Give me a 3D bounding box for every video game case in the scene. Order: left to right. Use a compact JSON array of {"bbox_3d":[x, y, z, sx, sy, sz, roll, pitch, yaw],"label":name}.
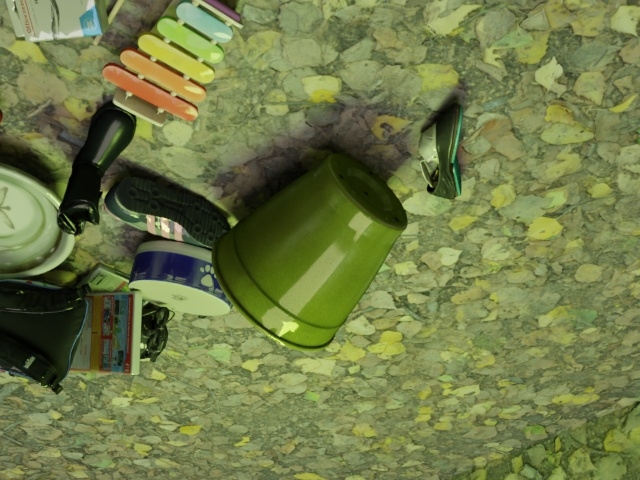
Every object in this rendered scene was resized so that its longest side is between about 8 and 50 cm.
[{"bbox_3d":[-0.559,0.234,1.985,0.285,0.204,0.025,-4,171,38],"label":"video game case"},{"bbox_3d":[-0.575,0.152,2.125,0.183,0.023,0.201,29,129,-32],"label":"video game case"}]

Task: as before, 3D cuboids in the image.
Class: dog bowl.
[{"bbox_3d":[-0.340,0.098,1.944,0.264,0.104,0.265,10,159,4],"label":"dog bowl"}]

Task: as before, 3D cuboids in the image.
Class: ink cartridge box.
[{"bbox_3d":[-0.487,-0.420,1.410,0.180,0.060,0.104,-6,118,2],"label":"ink cartridge box"}]

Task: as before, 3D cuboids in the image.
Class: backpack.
[{"bbox_3d":[-0.730,0.213,1.923,0.263,0.277,0.213,20,164,-19],"label":"backpack"}]

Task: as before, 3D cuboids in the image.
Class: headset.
[{"bbox_3d":[-0.522,0.268,2.100,0.243,0.185,0.394,25,143,-33],"label":"headset"}]

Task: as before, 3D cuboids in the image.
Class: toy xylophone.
[{"bbox_3d":[-0.302,-0.370,1.490,0.236,0.081,0.323,19,134,-24],"label":"toy xylophone"}]

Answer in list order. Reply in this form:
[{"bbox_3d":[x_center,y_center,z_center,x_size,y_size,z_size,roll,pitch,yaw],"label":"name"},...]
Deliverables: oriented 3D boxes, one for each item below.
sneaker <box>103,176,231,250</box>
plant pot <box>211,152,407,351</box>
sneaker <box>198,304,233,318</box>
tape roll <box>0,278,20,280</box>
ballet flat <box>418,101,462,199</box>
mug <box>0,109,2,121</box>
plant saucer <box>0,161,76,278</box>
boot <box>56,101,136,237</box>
[{"bbox_3d":[-0.364,-0.057,1.856,0.319,0.112,0.131,28,152,-32],"label":"sneaker"},{"bbox_3d":[0.000,0.000,1.779,0.366,0.366,0.353,27,119,-31],"label":"plant pot"},{"bbox_3d":[-0.272,0.170,2.144,0.089,0.051,0.170,18,132,-17],"label":"sneaker"},{"bbox_3d":[-0.953,0.125,2.024,0.321,0.077,0.321,-2,140,-1],"label":"tape roll"},{"bbox_3d":[0.268,-0.190,1.738,0.096,0.095,0.280,3,141,11],"label":"ballet flat"},{"bbox_3d":[-0.710,-0.286,1.539,0.150,0.113,0.169,-16,141,17],"label":"mug"},{"bbox_3d":[-0.765,-0.068,1.794,0.400,0.101,0.400,-3,139,-2],"label":"plant saucer"},{"bbox_3d":[-0.472,-0.144,1.644,0.094,0.207,0.246,23,132,-28],"label":"boot"}]
